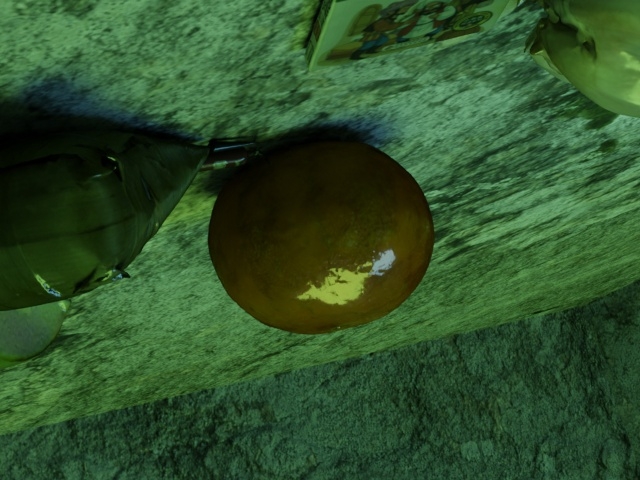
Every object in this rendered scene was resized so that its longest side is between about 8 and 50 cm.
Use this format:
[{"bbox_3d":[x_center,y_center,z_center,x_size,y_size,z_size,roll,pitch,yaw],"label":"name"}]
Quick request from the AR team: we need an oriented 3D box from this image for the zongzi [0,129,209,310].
[{"bbox_3d":[-0.299,-0.039,1.355,0.323,0.160,0.360,-4,-163,15],"label":"zongzi"}]

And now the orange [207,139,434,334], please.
[{"bbox_3d":[0.000,0.000,1.643,0.284,0.226,0.284,-10,165,-3],"label":"orange"}]

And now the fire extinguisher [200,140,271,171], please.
[{"bbox_3d":[-0.106,-0.102,1.518,0.100,0.032,0.046,-11,132,-24],"label":"fire extinguisher"}]

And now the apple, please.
[{"bbox_3d":[-0.475,0.119,1.772,0.193,0.120,0.265,-10,168,19],"label":"apple"}]

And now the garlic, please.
[{"bbox_3d":[0.286,-0.216,1.236,0.203,0.185,0.281,13,-167,3],"label":"garlic"}]

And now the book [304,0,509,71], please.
[{"bbox_3d":[0.099,-0.235,1.205,0.202,0.027,0.264,-14,167,-13],"label":"book"}]
